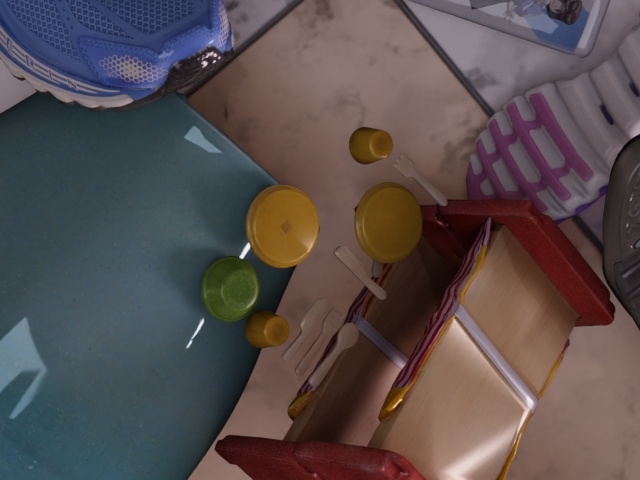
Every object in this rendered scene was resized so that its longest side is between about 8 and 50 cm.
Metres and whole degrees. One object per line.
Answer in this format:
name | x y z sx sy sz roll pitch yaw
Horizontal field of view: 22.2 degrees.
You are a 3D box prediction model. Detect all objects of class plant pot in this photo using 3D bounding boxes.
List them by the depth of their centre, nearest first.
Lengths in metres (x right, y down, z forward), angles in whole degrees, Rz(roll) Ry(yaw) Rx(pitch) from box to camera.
plant pot | -0.145 0.029 1.005 0.271 0.271 0.255 41 88 -6

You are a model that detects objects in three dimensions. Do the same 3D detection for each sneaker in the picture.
sneaker | -0.166 -0.210 0.927 0.130 0.147 0.330 -32 67 -20
sneaker | 0.211 0.003 1.009 0.087 0.130 0.227 -29 130 4
sneaker | 0.200 -0.073 1.036 0.236 0.104 0.095 -38 55 27

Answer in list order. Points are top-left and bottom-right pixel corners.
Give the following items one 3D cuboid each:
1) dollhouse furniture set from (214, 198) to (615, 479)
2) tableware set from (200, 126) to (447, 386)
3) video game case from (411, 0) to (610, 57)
dollhouse furniture set | 0.134 0.168 1.049 0.374 0.152 0.201 49 59 -28
tableware set | 0.000 0.000 0.949 0.104 0.024 0.154 44 71 -24
video game case | 0.082 -0.316 1.015 0.300 0.036 0.329 19 103 0
